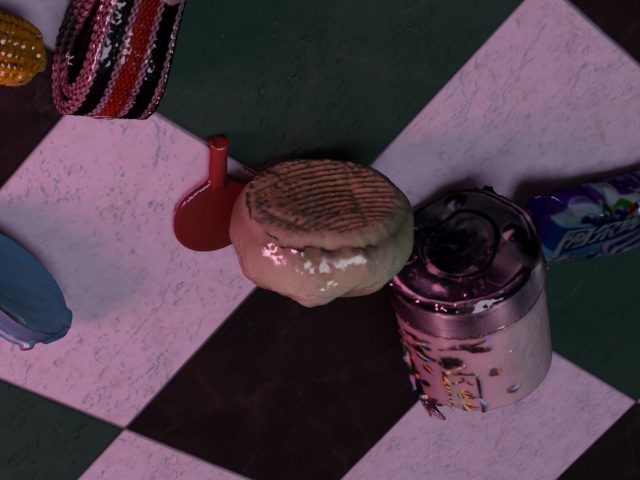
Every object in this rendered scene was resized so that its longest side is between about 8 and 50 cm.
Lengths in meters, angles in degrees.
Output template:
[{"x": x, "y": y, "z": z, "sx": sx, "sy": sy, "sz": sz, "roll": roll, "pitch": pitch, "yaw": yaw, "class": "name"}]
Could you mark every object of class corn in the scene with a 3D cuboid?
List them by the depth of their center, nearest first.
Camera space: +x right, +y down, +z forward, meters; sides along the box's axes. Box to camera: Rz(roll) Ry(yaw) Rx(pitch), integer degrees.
[{"x": -0.334, "y": -0.188, "z": 1.430, "sx": 0.207, "sy": 0.068, "sz": 0.068, "roll": 17, "pitch": 117, "yaw": -37, "class": "corn"}]

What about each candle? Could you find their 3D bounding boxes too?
[{"x": 0.181, "y": 0.103, "z": 1.904, "sx": 0.187, "sy": 0.187, "sz": 0.330, "roll": -25, "pitch": 138, "yaw": -9, "class": "candle"}]

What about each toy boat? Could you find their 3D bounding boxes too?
[{"x": -0.339, "y": 0.052, "z": 1.639, "sx": 0.102, "sy": 0.088, "sz": 0.215, "roll": -13, "pitch": 145, "yaw": 29, "class": "toy boat"}]

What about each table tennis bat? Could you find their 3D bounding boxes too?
[{"x": -0.110, "y": -0.046, "z": 1.719, "sx": 0.098, "sy": 0.019, "sz": 0.154, "roll": -14, "pitch": 135, "yaw": -20, "class": "table tennis bat"}]

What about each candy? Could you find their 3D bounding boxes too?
[{"x": 0.357, "y": -0.034, "z": 1.968, "sx": 0.275, "sy": 0.070, "sz": 0.145, "roll": -15, "pitch": 141, "yaw": -22, "class": "candy"}]

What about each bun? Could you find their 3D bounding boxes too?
[{"x": 0.000, "y": 0.000, "z": 1.697, "sx": 0.195, "sy": 0.195, "sz": 0.118, "roll": -10, "pitch": 129, "yaw": -23, "class": "bun"}]

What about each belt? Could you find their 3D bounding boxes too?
[{"x": -0.149, "y": -0.258, "z": 1.448, "sx": 0.094, "sy": 0.126, "sz": 0.359, "roll": -3, "pitch": 135, "yaw": -40, "class": "belt"}]
